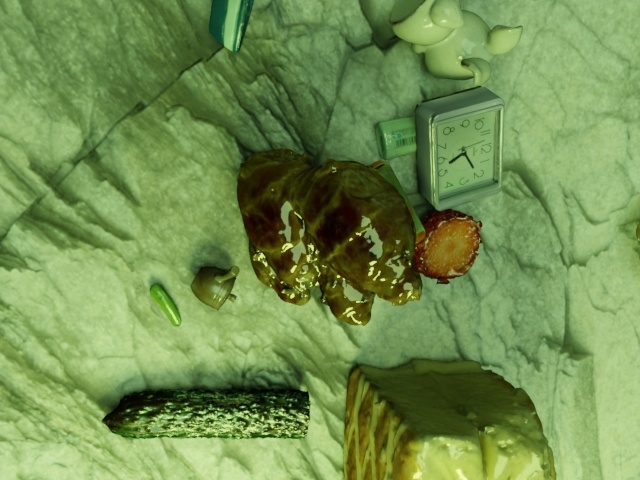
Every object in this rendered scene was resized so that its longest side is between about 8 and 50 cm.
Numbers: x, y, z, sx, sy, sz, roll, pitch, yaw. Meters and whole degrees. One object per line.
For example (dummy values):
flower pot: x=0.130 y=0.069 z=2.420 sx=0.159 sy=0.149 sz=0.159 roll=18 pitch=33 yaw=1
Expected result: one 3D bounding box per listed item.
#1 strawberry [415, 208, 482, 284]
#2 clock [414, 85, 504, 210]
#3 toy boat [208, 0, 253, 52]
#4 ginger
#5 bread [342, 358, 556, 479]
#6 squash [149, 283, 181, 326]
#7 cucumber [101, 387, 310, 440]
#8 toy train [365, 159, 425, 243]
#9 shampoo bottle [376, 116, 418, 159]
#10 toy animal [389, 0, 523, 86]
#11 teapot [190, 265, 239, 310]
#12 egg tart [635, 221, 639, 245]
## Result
strawberry: x=0.229 y=0.006 z=1.250 sx=0.145 sy=0.086 sz=0.145 roll=-5 pitch=108 yaw=-15
clock: x=0.251 y=-0.162 z=1.202 sx=0.145 sy=0.073 sz=0.193 roll=-17 pitch=125 yaw=-11
toy boat: x=-0.125 y=-0.453 z=1.069 sx=0.062 sy=0.096 sz=0.299 roll=11 pitch=100 yaw=-6
ginger: x=0.009 y=0.000 z=1.099 sx=0.358 sy=0.152 sz=0.274 roll=13 pitch=106 yaw=27
bread: x=0.203 y=0.434 z=1.181 sx=0.279 sy=0.371 sz=0.390 roll=3 pitch=96 yaw=-11
squash: x=-0.268 y=0.113 z=1.173 sx=0.027 sy=0.027 sz=0.089 roll=-34 pitch=109 yaw=-7
cucumber: x=-0.200 y=0.307 z=1.197 sx=0.359 sy=0.096 sz=0.096 roll=5 pitch=99 yaw=-13
toy train: x=0.112 y=-0.051 z=1.187 sx=0.072 sy=0.099 sz=0.188 roll=-31 pitch=93 yaw=-29
shampoo bottle: x=0.197 y=-0.201 z=1.228 sx=0.191 sy=0.041 sz=0.069 roll=-15 pitch=102 yaw=-12
toy animal: x=0.222 y=-0.353 z=1.135 sx=0.193 sy=0.178 sz=0.127 roll=38 pitch=92 yaw=-16
teapot: x=-0.170 y=0.064 z=1.155 sx=0.080 sy=0.110 sz=0.085 roll=30 pitch=48 yaw=-5
egg tart: x=0.770 y=0.002 z=1.385 sx=0.297 sy=0.132 sz=0.297 roll=1 pitch=85 yaw=-16
